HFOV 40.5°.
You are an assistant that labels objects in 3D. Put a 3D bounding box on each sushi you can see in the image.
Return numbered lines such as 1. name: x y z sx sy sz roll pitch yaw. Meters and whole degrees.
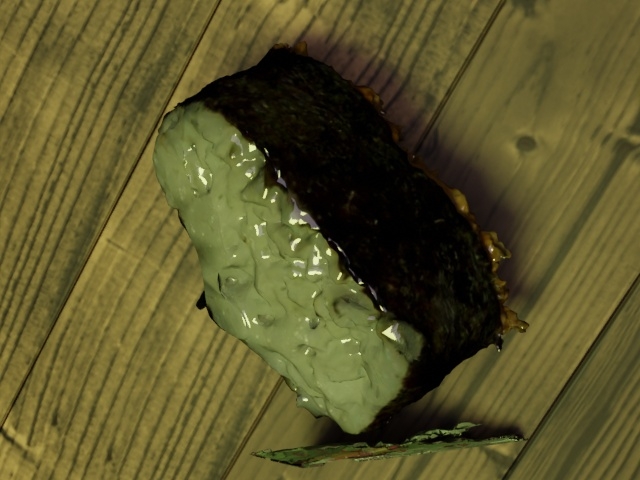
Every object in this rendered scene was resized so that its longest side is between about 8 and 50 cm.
1. sushi: 0.000 0.000 0.792 0.348 0.207 0.234 55 142 4

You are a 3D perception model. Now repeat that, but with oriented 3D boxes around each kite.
1. kite: 0.056 0.196 0.819 0.268 0.323 0.013 -32 59 52
